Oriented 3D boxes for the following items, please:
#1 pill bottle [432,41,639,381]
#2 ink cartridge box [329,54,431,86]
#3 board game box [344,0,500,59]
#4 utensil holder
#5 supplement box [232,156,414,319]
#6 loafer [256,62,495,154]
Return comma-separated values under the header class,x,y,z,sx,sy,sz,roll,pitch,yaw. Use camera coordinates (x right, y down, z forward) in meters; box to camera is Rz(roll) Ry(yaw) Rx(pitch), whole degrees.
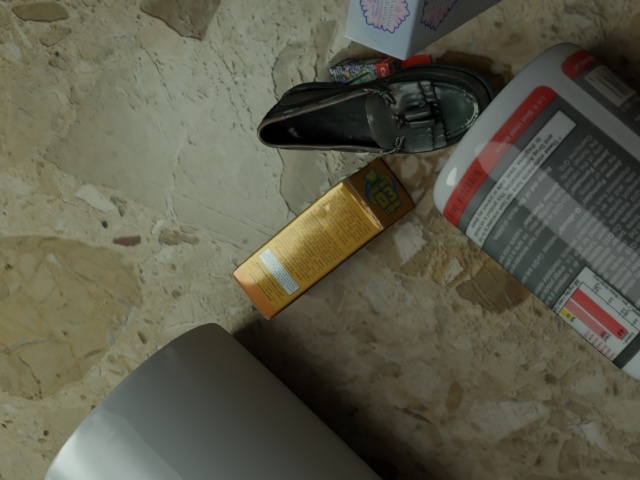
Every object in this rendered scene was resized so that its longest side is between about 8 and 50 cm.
class,x,y,z,sx,sy,sz,roll,pitch,yaw
pill bottle,0.301,0.001,1.340,0.363,0.210,0.210,42,131,11
ink cartridge box,0.069,-0.165,1.543,0.115,0.029,0.063,1,114,36
board game box,0.150,-0.348,1.197,0.065,0.318,0.318,26,127,23
utensil holder,-0.099,0.339,1.738,0.385,0.327,0.328,43,131,13
supplement box,0.000,0.000,1.648,0.080,0.078,0.233,51,132,3
loafer,0.053,-0.124,1.499,0.267,0.084,0.096,-2,113,36
